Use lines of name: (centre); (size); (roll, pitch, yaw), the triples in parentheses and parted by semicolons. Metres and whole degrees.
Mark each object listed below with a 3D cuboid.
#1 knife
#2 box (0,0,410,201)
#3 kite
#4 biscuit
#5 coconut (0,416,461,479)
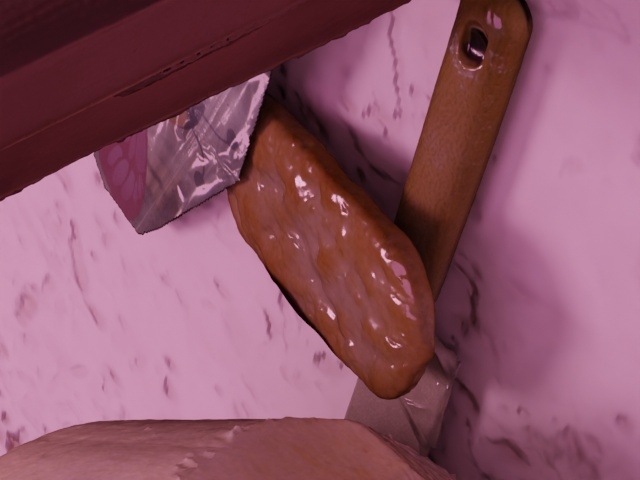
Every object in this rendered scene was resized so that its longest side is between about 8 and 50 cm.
knife: (0.034, 0.037, 0.630); (0.047, 0.017, 0.298); (39, 137, 24)
box: (-0.088, -0.133, 0.525); (0.215, 0.215, 0.086); (53, 156, 16)
kite: (-0.117, -0.175, 0.697); (0.360, 0.022, 0.204); (60, 149, 10)
biscuit: (0.000, 0.000, 0.630); (0.147, 0.018, 0.071); (49, 143, 45)
coconut: (-0.022, 0.177, 0.595); (0.266, 0.237, 0.237); (-6, 105, 55)
